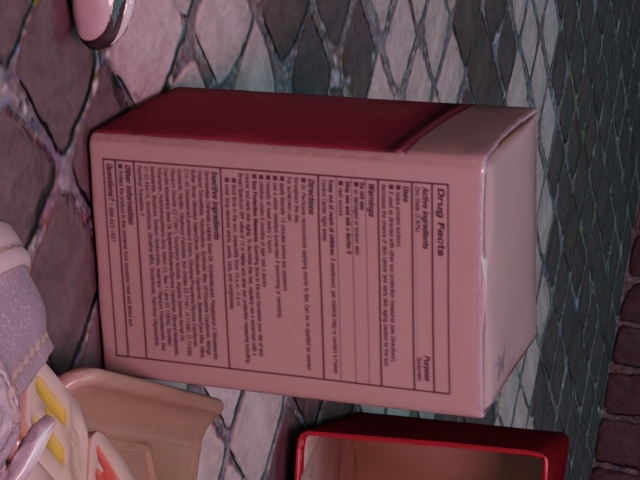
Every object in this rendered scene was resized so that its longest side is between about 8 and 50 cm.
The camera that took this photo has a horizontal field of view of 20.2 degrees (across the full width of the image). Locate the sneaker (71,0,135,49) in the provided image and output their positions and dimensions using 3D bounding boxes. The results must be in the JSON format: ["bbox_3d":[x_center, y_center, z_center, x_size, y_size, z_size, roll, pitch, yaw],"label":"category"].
[{"bbox_3d":[-0.124,-0.155,0.942,0.044,0.040,0.109,-11,102,-54],"label":"sneaker"}]

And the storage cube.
[{"bbox_3d":[0.090,0.239,1.401,0.193,0.215,0.184,4,90,-78],"label":"storage cube"}]

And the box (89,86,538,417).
[{"bbox_3d":[0.000,0.000,1.028,0.127,0.232,0.149,-42,134,-63],"label":"box"}]

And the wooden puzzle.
[{"bbox_3d":[-0.128,0.195,1.007,0.221,0.044,0.239,30,70,-70],"label":"wooden puzzle"}]

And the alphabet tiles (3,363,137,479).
[{"bbox_3d":[-0.114,0.199,0.804,0.278,0.021,0.284,62,19,-48],"label":"alphabet tiles"}]

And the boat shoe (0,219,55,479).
[{"bbox_3d":[-0.138,0.084,0.424,0.103,0.118,0.320,60,17,-11],"label":"boat shoe"}]
